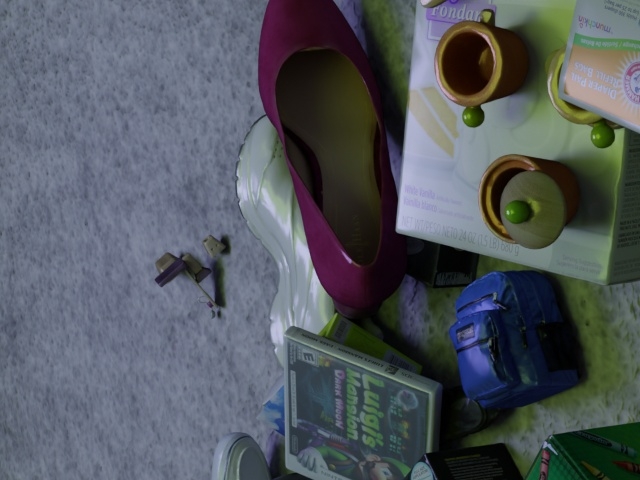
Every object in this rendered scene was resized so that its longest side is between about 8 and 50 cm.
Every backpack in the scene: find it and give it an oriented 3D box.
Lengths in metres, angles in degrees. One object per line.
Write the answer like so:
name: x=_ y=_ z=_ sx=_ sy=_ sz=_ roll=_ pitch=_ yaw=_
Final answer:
backpack: x=0.174 y=0.087 z=1.656 sx=0.098 sy=0.101 sz=0.120 roll=-27 pitch=67 yaw=46

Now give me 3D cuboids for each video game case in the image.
video game case: x=0.040 y=0.190 z=1.808 sx=0.173 sy=0.022 sz=0.190 roll=20 pitch=132 yaw=24

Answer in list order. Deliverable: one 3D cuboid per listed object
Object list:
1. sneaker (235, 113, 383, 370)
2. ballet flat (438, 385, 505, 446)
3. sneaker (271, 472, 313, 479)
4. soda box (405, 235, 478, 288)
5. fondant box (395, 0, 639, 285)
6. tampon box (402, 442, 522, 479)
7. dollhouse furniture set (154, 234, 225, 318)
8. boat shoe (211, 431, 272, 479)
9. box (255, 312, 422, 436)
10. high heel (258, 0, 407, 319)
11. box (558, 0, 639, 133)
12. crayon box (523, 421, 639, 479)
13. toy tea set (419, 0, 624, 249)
sneaker: x=0.000 y=0.000 z=1.911 sx=0.129 sy=0.111 sz=0.297 roll=-19 pitch=85 yaw=46
ballet flat: x=0.133 y=0.171 z=1.780 sx=0.173 sy=0.049 sz=0.057 roll=-19 pitch=91 yaw=60
sneaker: x=0.069 y=0.417 z=1.843 sx=0.410 sy=0.158 sz=0.182 roll=46 pitch=161 yaw=38
soda box: x=0.126 y=-0.041 z=1.752 sx=0.060 sy=0.053 sz=0.169 roll=29 pitch=116 yaw=50
fondant box: x=0.196 y=-0.147 z=1.570 sx=0.238 sy=0.096 sz=0.330 roll=15 pitch=104 yaw=40
tampon box: x=0.143 y=0.295 z=1.713 sx=0.120 sy=0.101 sz=0.161 roll=-56 pitch=49 yaw=40
dollhouse furniture set: x=-0.147 y=0.044 z=2.188 sx=0.081 sy=0.091 sz=0.114 roll=50 pitch=175 yaw=-16
boat shoe: x=-0.063 y=0.329 z=2.046 sx=0.076 sy=0.083 sz=0.226 roll=0 pitch=104 yaw=43
box: x=0.017 y=0.158 z=1.863 sx=0.178 sy=0.109 sz=0.042 roll=-50 pitch=10 yaw=48
high heel: x=0.017 y=-0.114 z=1.784 sx=0.181 sy=0.127 sz=0.377 roll=99 pitch=156 yaw=-75
box: x=0.298 y=-0.142 z=1.367 sx=0.114 sy=0.203 sz=0.103 roll=32 pitch=118 yaw=49
crayon box: x=0.224 y=0.284 z=1.541 sx=0.081 sy=0.165 sz=0.278 roll=52 pitch=132 yaw=39
toy tea set: x=0.151 y=-0.162 z=1.460 sx=0.200 sy=0.124 sz=0.336 roll=-26 pitch=78 yaw=40
